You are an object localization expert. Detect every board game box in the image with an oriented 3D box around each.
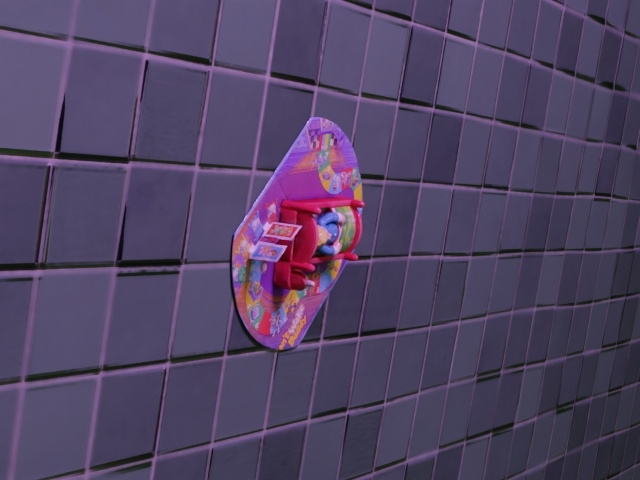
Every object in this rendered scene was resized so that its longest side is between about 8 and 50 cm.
[{"bbox_3d":[0.000,0.000,0.900,0.169,0.033,0.133,-58,144,-29],"label":"board game box"}]
